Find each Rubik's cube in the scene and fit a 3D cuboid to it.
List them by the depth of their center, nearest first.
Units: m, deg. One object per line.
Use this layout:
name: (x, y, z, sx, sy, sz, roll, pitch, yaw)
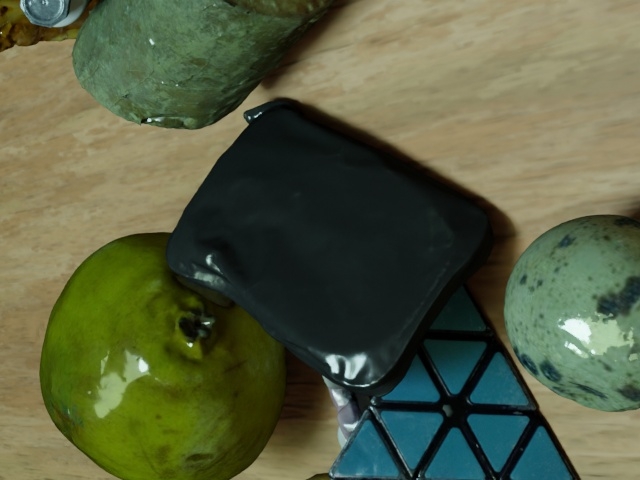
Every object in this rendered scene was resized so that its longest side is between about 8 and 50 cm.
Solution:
Rubik's cube: (0.102, 0.116, 1.506, 0.190, 0.211, 0.178, -165, 79, -79)

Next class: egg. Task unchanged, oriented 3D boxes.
egg: (0.215, 0.053, 1.224, 0.182, 0.141, 0.141, 13, 119, 54)

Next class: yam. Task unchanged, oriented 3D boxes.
yam: (-0.102, -0.207, 1.507, 0.168, 0.168, 0.304, 62, 147, 8)

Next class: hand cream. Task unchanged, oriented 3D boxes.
hand cream: (-0.221, -0.254, 1.587, 0.059, 0.276, 0.095, 25, 113, -3)

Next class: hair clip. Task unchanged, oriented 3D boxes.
hair clip: (0.025, 0.124, 1.598, 0.146, 0.075, 0.257, -141, 37, -80)

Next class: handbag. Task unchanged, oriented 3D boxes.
handbag: (-0.002, -0.001, 1.494, 0.332, 0.191, 0.075, 31, 175, 44)

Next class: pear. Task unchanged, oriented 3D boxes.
pear: (-0.157, 0.125, 1.720, 0.269, 0.269, 0.321, 67, 161, 1)

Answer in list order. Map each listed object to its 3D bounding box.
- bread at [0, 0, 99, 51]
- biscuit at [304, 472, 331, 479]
bread: (-0.338, -0.274, 1.701, 0.114, 0.275, 0.184, 33, 134, 46)
biscuit: (0.046, 0.374, 1.710, 0.296, 0.102, 0.296, 31, 134, 40)
